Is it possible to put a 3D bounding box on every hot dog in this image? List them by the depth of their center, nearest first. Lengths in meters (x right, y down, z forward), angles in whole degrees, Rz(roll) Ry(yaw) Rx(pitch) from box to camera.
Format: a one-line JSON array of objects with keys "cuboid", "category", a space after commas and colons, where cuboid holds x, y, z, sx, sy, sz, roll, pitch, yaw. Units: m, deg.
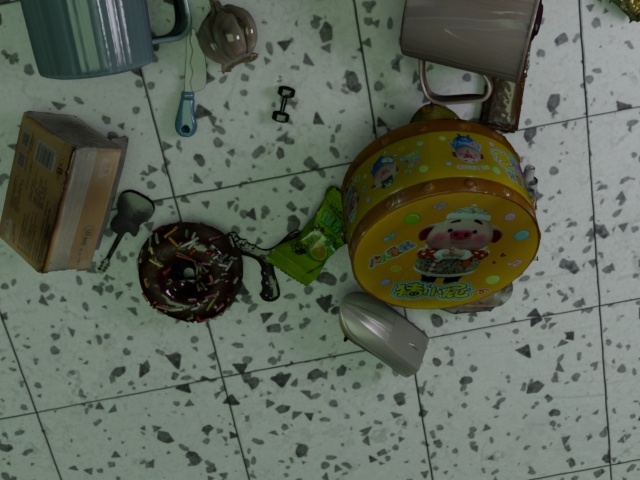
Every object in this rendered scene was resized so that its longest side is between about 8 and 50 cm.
[{"cuboid": [0.347, 0.116, 1.916, 0.267, 0.075, 0.144, 6, 114, -9], "category": "hot dog"}]

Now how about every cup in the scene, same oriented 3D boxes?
[{"cuboid": [-0.464, -0.513, 1.588, 0.256, 0.331, 0.311, 8, 115, 30], "category": "cup"}, {"cuboid": [0.319, -0.443, 1.629, 0.273, 0.208, 0.288, 14, 147, 11], "category": "cup"}]

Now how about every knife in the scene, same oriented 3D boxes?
[{"cuboid": [-0.290, -0.355, 1.746, 0.058, 0.032, 0.244, 10, 105, -4], "category": "knife"}]

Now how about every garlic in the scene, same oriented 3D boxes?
[{"cuboid": [-0.206, -0.471, 1.663, 0.131, 0.127, 0.194, -15, 90, 7], "category": "garlic"}]

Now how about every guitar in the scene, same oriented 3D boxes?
[{"cuboid": [-0.482, -0.015, 1.855, 0.088, 0.025, 0.233, 29, 106, -13], "category": "guitar"}]

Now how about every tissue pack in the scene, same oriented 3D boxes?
[{"cuboid": [-0.562, -0.109, 1.745, 0.238, 0.238, 0.306, 17, 108, -9], "category": "tissue pack"}]

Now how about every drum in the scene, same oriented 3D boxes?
[{"cuboid": [0.254, -0.046, 1.690, 0.430, 0.214, 0.431, -4, 141, -3], "category": "drum"}]

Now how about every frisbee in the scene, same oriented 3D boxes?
[{"cuboid": [-0.123, 0.032, 1.896, 0.187, 0.012, 0.211, -37, 106, 9], "category": "frisbee"}]

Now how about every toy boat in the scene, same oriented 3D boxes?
[{"cuboid": [0.143, 0.228, 1.925, 0.269, 0.141, 0.141, 31, 106, -13], "category": "toy boat"}]

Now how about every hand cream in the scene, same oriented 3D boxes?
[{"cuboid": [0.494, -0.063, 1.873, 0.084, 0.050, 0.257, -3, 116, 1], "category": "hand cream"}]

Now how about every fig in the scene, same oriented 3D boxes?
[{"cuboid": [0.264, -0.236, 1.744, 0.144, 0.154, 0.166, -41, 144, -5], "category": "fig"}]

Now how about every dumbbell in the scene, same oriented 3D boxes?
[{"cuboid": [-0.085, -0.312, 1.761, 0.036, 0.040, 0.083, 0, 113, -38], "category": "dumbbell"}]

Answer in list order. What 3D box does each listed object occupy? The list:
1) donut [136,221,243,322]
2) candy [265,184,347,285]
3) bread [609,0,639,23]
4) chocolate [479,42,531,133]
[{"cuboid": [-0.316, 0.080, 1.851, 0.269, 0.103, 0.270, -1, 113, -2], "category": "donut"}, {"cuboid": [0.000, 0.000, 1.857, 0.149, 0.069, 0.246, 41, 103, -20], "category": "candy"}, {"cuboid": [0.751, -0.601, 1.669, 0.098, 0.087, 0.269, 38, 104, -14], "category": "bread"}, {"cuboid": [0.431, -0.400, 1.739, 0.102, 0.065, 0.330, 3, 111, -5], "category": "chocolate"}]
